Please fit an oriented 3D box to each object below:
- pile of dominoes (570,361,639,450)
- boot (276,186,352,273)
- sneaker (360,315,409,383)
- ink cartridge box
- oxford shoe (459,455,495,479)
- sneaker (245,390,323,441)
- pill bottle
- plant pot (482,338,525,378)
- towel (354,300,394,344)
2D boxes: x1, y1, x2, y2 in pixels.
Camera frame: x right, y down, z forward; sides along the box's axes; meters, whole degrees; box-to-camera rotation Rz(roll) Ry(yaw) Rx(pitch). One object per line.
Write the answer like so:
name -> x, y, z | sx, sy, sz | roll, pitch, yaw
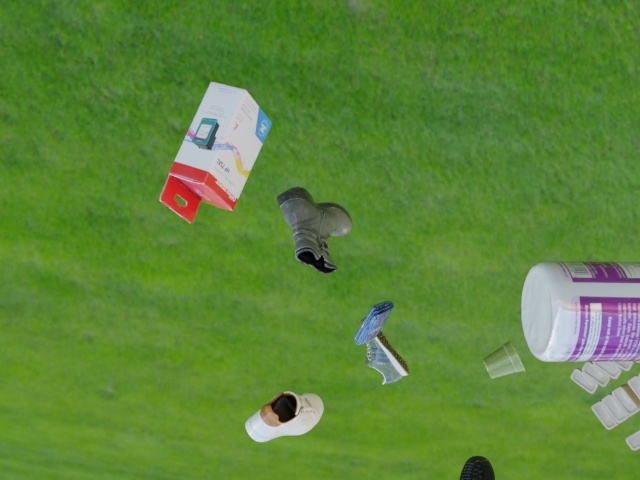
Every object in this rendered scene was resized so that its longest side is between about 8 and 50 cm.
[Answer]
pile of dominoes -> 0.645, 0.282, 1.612 | 0.040, 0.196, 0.251 | -13, 152, -47
boot -> 0.000, 0.000, 1.649 | 0.083, 0.161, 0.246 | -27, 155, 23
sneaker -> 0.145, 0.297, 2.129 | 0.086, 0.064, 0.192 | -36, 96, 17
ink cartridge box -> -0.183, -0.145, 1.437 | 0.078, 0.231, 0.134 | 18, 168, 23
oxford shoe -> 0.364, 0.608, 1.877 | 0.083, 0.227, 0.096 | -1, 134, 12
sneaker -> -0.063, 0.447, 2.137 | 0.123, 0.106, 0.290 | -49, 159, 27
pill bottle -> 0.506, 0.119, 1.358 | 0.301, 0.169, 0.169 | 1, 149, -5
plant pot -> 0.426, 0.286, 1.903 | 0.079, 0.083, 0.083 | -26, 141, 5
towel -> 0.125, 0.190, 1.863 | 0.067, 0.029, 0.119 | -17, 144, -41
